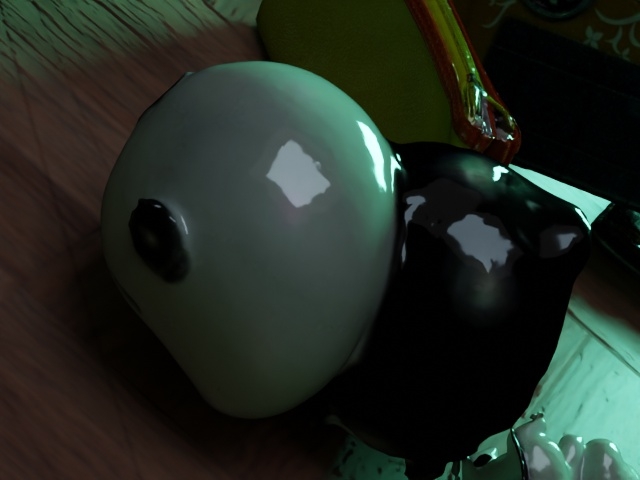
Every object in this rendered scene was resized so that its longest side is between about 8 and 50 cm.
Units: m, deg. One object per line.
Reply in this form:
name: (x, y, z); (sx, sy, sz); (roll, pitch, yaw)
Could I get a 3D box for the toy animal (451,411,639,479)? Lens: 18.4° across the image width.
toy animal: (0.142, 0.141, 1.080); (0.124, 0.071, 0.085); (10, 42, -35)

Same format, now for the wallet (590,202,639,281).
wallet: (0.325, 0.006, 1.420); (0.221, 0.071, 0.262); (43, 40, 4)

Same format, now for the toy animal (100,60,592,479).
toy animal: (-0.001, 0.007, 1.028); (0.235, 0.165, 0.187); (19, 37, -23)

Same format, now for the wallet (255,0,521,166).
wallet: (0.045, -0.101, 1.216); (0.067, 0.141, 0.241); (5, 46, -32)

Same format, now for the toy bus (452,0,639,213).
toy bus: (0.192, -0.117, 1.297); (0.275, 0.167, 0.138); (23, 26, 8)
